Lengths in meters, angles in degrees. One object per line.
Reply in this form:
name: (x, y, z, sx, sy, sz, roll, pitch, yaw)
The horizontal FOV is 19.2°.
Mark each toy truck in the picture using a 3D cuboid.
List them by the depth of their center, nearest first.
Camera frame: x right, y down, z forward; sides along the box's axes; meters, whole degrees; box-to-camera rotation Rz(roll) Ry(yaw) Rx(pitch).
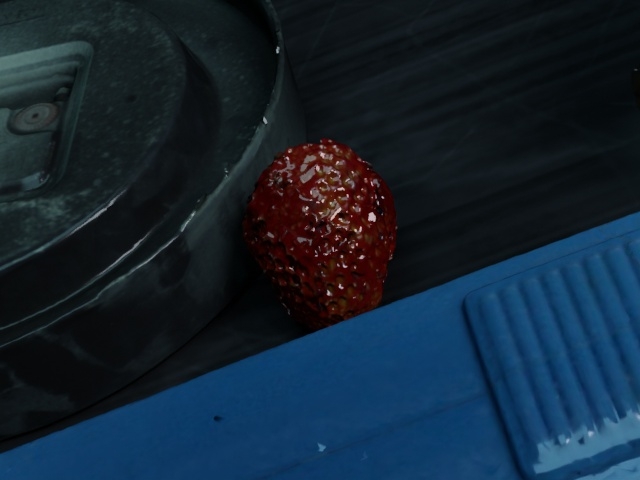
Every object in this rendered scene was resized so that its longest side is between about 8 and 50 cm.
toy truck: (0.022, 0.123, 0.751, 0.385, 0.162, 0.161, -21, 46, 7)

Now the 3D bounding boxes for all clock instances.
clock: (-0.192, -0.037, 1.114, 0.386, 0.076, 0.386, -14, 41, 12)

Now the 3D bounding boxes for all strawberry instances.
strawberry: (0.000, 0.000, 0.983, 0.083, 0.083, 0.096, -24, 70, -1)

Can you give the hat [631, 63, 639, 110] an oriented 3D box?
hat: (0.224, -0.158, 0.920, 0.257, 0.130, 0.257, -39, 35, 34)
